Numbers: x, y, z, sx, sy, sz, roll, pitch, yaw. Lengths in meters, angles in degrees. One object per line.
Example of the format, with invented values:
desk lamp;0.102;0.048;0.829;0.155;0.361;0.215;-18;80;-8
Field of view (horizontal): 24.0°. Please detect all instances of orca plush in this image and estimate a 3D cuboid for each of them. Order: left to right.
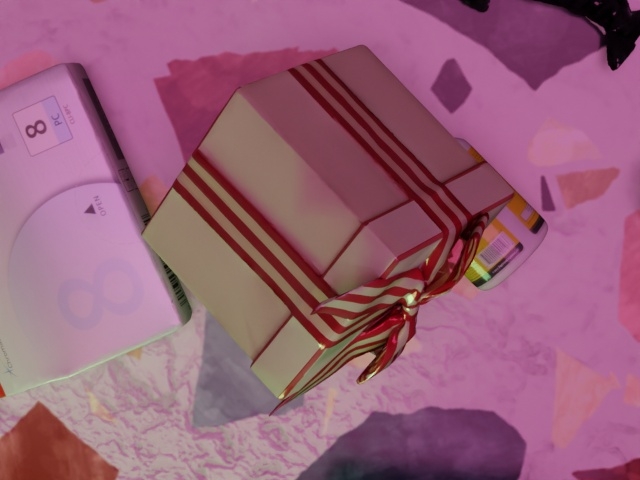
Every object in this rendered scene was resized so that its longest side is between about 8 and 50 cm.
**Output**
orca plush;0.218;-0.288;1.570;0.151;0.102;0.287;-42;93;6

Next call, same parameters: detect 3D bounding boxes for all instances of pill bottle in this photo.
pill bottle;0.145;-0.043;1.599;0.103;0.103;0.184;-44;93;6

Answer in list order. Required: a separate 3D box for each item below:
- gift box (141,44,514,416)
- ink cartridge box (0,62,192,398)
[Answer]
gift box;0.000;0.000;1.476;0.258;0.276;0.255;46;133;12
ink cartridge box;-0.374;0.022;1.633;0.385;0.091;0.308;-24;95;3
